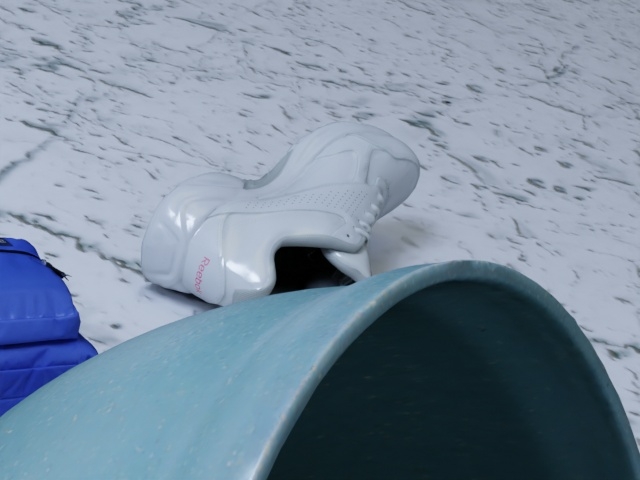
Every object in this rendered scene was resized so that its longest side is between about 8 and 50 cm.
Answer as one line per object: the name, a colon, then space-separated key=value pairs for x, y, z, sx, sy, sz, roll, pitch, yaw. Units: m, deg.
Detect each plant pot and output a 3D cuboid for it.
plant pot: x=-0.037 y=0.157 z=0.481 sx=0.196 sy=0.293 sz=0.293 roll=-4 pitch=14 yaw=31

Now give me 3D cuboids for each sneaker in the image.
sneaker: x=0.000 y=0.000 z=1.047 sx=0.115 sy=0.090 sz=0.232 roll=35 pitch=40 yaw=26

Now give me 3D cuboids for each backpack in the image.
backpack: x=-0.170 y=0.047 z=0.819 sx=0.098 sy=0.101 sz=0.120 roll=4 pitch=22 yaw=-37
